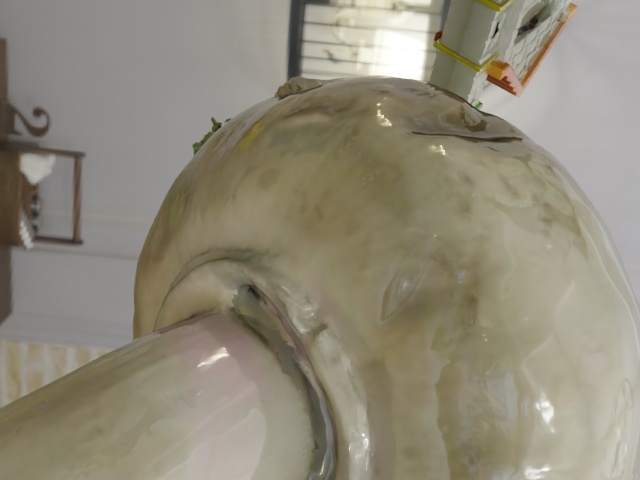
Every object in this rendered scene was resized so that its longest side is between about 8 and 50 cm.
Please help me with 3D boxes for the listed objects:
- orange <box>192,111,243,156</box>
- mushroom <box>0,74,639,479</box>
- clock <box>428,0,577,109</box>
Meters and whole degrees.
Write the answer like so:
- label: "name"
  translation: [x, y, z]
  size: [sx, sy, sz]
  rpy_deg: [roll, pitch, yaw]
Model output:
- label: "orange"
  translation: [0.000, 0.000, 0.811]
  size: [0.223, 0.300, 0.301]
  rpy_deg: [-58, 155, -6]
- label: "mushroom"
  translation: [-0.003, 0.094, 0.441]
  size: [0.356, 0.315, 0.315]
  rpy_deg: [-49, 180, -2]
- label: "clock"
  translation: [0.206, -0.273, 0.882]
  size: [0.220, 0.106, 0.255]
  rpy_deg: [-41, 156, -34]
